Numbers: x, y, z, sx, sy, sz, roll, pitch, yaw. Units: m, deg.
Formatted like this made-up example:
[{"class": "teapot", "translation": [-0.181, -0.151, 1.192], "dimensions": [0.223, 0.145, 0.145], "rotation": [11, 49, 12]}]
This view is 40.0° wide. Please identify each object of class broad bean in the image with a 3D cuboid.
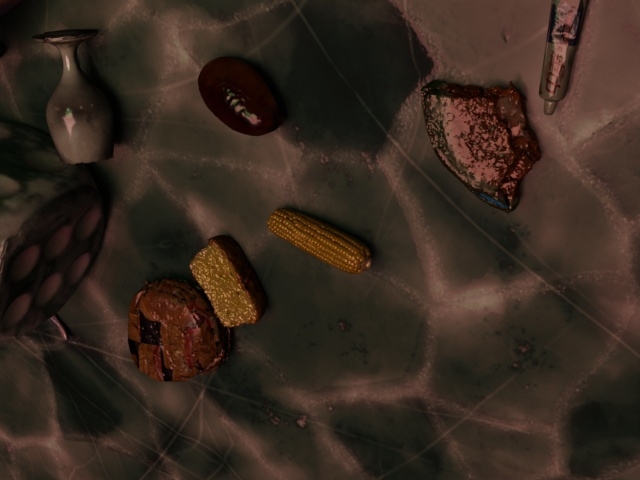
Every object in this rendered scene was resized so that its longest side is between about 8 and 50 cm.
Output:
[{"class": "broad bean", "translation": [-0.141, -0.247, 1.517], "dimensions": [0.114, 0.084, 0.165], "rotation": [-40, 86, 18]}]

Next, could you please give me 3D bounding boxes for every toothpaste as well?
[{"class": "toothpaste", "translation": [0.353, -0.295, 1.280], "dimensions": [0.060, 0.038, 0.233], "rotation": [13, 116, 18]}]

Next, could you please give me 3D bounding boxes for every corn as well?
[{"class": "corn", "translation": [0.000, 0.000, 1.574], "dimensions": [0.206, 0.067, 0.067], "rotation": [25, 122, 16]}]

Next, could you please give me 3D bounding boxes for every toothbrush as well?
[{"class": "toothbrush", "translation": [-0.652, 0.121, 1.971], "dimensions": [0.269, 0.027, 0.021], "rotation": [50, 159, -3]}]

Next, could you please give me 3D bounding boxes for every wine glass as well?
[{"class": "wine glass", "translation": [-0.454, -0.268, 1.632], "dimensions": [0.127, 0.126, 0.241], "rotation": [7, 113, 23]}]

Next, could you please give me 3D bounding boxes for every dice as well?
[{"class": "dice", "translation": [-0.647, -0.021, 1.719], "dimensions": [0.348, 0.328, 0.330], "rotation": [25, 122, 13]}]

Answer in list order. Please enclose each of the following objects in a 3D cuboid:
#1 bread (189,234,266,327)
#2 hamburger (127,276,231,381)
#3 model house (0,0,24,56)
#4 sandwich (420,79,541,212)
[{"class": "bread", "translation": [-0.179, 0.079, 1.701], "dimensions": [0.103, 0.065, 0.187], "rotation": [-26, 102, 34]}, {"class": "hamburger", "translation": [-0.289, 0.184, 1.783], "dimensions": [0.231, 0.107, 0.230], "rotation": [9, 110, 26]}, {"class": "model house", "translation": [-0.670, -0.443, 1.570], "dimensions": [0.245, 0.280, 0.312], "rotation": [44, 132, 17]}, {"class": "sandwich", "translation": [0.253, -0.147, 1.373], "dimensions": [0.159, 0.079, 0.235], "rotation": [-12, 107, 30]}]
